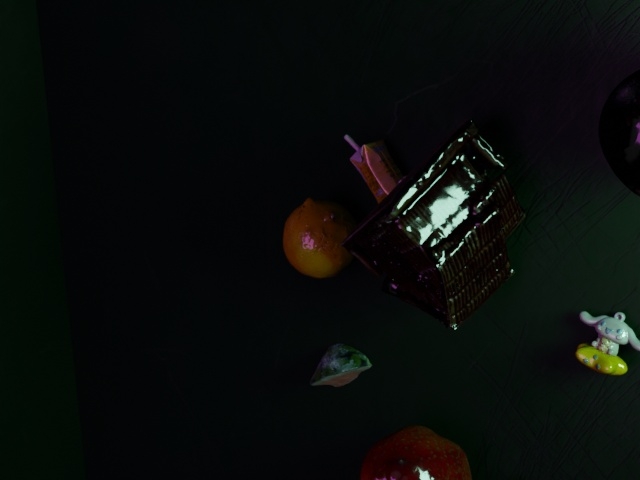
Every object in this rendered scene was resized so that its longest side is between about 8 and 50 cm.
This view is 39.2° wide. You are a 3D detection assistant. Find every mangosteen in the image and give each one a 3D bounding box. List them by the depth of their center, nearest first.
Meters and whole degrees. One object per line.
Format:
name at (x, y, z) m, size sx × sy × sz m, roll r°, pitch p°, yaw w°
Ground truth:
mangosteen at (0.544, -0.180, 1.369) m, size 0.243 × 0.243 × 0.243 m, roll 16°, pitch 113°, yaw 44°

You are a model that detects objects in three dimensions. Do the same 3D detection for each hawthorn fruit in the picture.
hawthorn fruit at (0.177, 0.532, 1.903) m, size 0.254 × 0.300 × 0.254 m, roll 12°, pitch 107°, yaw 43°

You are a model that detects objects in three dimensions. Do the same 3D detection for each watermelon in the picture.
watermelon at (0.056, 0.297, 2.159) m, size 0.155 × 0.080 × 0.101 m, roll -28°, pitch 45°, yaw 50°

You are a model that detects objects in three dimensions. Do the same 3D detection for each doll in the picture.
doll at (0.525, 0.185, 1.612) m, size 0.135 × 0.071 × 0.113 m, roll -1°, pitch 82°, yaw 41°

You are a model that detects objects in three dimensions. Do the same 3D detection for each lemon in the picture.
lemon at (0.000, 0.000, 2.037) m, size 0.173 × 0.173 × 0.206 m, roll 38°, pitch 136°, yaw 34°

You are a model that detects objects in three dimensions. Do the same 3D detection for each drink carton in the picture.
drink carton at (0.121, -0.159, 1.926) m, size 0.200 × 0.084 × 0.074 m, roll 60°, pitch 139°, yaw 10°

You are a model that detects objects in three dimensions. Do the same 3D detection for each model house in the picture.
model house at (0.256, -0.014, 1.754) m, size 0.282 × 0.317 × 0.297 m, roll 44°, pitch 169°, yaw -1°
